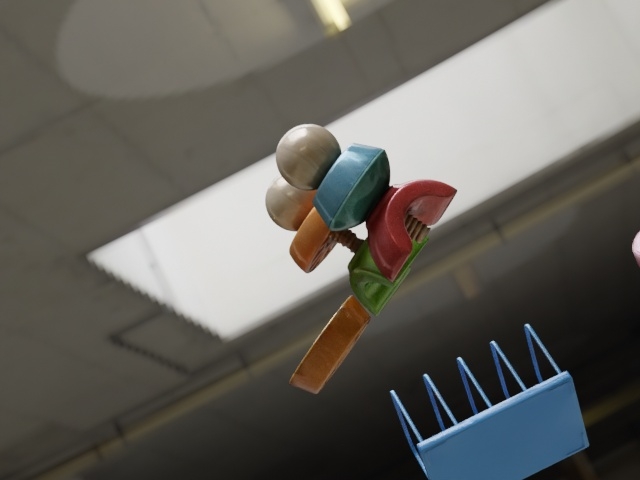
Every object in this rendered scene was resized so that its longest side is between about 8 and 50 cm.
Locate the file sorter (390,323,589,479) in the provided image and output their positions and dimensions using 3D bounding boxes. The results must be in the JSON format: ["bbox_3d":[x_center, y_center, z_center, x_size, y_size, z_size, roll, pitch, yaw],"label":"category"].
[{"bbox_3d":[0.172,0.182,1.926,0.170,0.104,0.118,-26,-46,-5],"label":"file sorter"}]

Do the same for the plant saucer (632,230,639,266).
[{"bbox_3d":[0.555,-0.009,2.292,0.332,0.084,0.332,-20,11,4],"label":"plant saucer"}]

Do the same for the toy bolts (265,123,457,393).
[{"bbox_3d":[0.000,0.000,1.714,0.218,0.158,0.228,-52,-6,-31],"label":"toy bolts"}]
